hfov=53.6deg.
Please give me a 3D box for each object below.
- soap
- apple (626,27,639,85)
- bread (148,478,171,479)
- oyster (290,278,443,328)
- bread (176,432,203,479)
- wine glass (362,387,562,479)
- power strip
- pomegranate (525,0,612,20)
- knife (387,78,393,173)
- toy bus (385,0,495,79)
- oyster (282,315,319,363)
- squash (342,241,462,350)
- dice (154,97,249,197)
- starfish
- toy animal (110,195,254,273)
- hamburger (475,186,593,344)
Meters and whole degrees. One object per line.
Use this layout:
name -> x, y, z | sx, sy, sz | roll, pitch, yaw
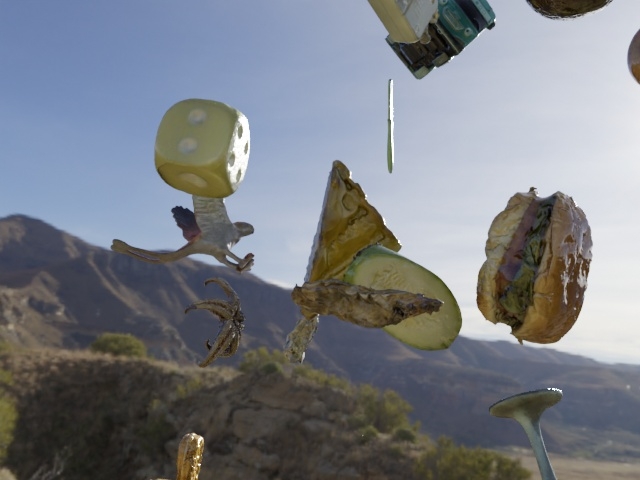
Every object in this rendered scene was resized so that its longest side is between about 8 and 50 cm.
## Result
soap -> 0.000, 0.000, 1.727 | 0.339, 0.304, 0.169 | -37, 3, -12
apple -> 0.791, -0.414, 1.406 | 0.174, 0.188, 0.188 | 10, -12, -33
bread -> -0.341, 0.586, 1.281 | 0.268, 0.145, 0.268 | 5, 0, 0
oyster -> 0.092, 0.137, 1.366 | 0.345, 0.078, 0.128 | 2, -40, 23
bread -> -0.275, 0.460, 1.324 | 0.044, 0.110, 0.083 | 7, -6, 1
wine glass -> 0.215, 0.367, 0.775 | 0.264, 0.309, 0.096 | -18, -32, 13
power strip -> 0.105, -0.444, 1.036 | 0.058, 0.098, 0.338 | 17, -16, 41
pomegranate -> 0.372, -0.462, 0.998 | 0.248, 0.214, 0.214 | 10, -12, -7
knife -> 0.219, -0.356, 1.982 | 0.020, 0.293, 0.043 | 1, 9, 17
toy bus -> 0.244, -0.437, 1.305 | 0.128, 0.147, 0.256 | 48, -6, -9
oyster -> -0.057, 0.269, 1.852 | 0.072, 0.209, 0.133 | 24, -22, -9
squash -> 0.199, 0.139, 1.522 | 0.260, 0.189, 0.189 | 32, 6, 37
dice -> -0.259, -0.202, 1.405 | 0.169, 0.169, 0.166 | 10, -21, 8
starfish -> -0.209, 0.166, 1.278 | 0.074, 0.190, 0.146 | -10, -56, 16
toy animal -> -0.304, -0.003, 1.568 | 0.302, 0.284, 0.225 | 34, -41, -2
hamburger -> 0.409, 0.076, 1.237 | 0.162, 0.329, 0.209 | 16, 23, 39
